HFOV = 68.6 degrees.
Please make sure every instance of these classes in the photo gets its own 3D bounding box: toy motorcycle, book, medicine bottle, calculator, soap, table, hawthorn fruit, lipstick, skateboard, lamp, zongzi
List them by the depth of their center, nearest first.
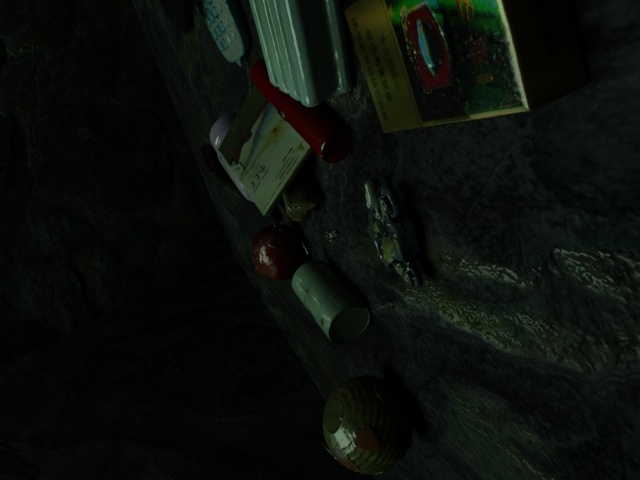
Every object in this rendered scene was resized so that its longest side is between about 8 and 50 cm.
[{"bbox_3d":[-0.041,-0.350,0.685,0.160,0.088,0.265,45,157,48],"label":"soap"},{"bbox_3d":[0.117,-0.014,0.784,0.124,0.061,0.193,38,152,63],"label":"toy motorcycle"},{"bbox_3d":[-0.042,-0.252,0.889,0.279,0.073,0.073,53,162,31],"label":"lipstick"},{"bbox_3d":[-0.265,-0.594,1.086,0.256,0.055,0.385,28,144,64],"label":"calculator"},{"bbox_3d":[-0.139,-0.219,1.109,0.026,0.201,0.289,14,-151,-47],"label":"book"},{"bbox_3d":[0.000,0.000,1.143,0.032,0.083,0.064,64,164,1],"label":"skateboard"},{"bbox_3d":[-0.065,-0.141,1.156,0.160,0.079,0.176,128,124,-74],"label":"zongzi"},{"bbox_3d":[0.024,0.159,1.252,0.220,0.127,0.126,47,158,48],"label":"table"},{"bbox_3d":[0.142,0.496,1.263,0.285,0.250,0.250,25,-174,-30],"label":"lamp"},{"bbox_3d":[-0.196,-0.229,1.279,0.254,0.152,0.151,50,160,35],"label":"medicine bottle"},{"bbox_3d":[-0.139,0.019,1.471,0.181,0.181,0.235,51,160,38],"label":"hawthorn fruit"}]

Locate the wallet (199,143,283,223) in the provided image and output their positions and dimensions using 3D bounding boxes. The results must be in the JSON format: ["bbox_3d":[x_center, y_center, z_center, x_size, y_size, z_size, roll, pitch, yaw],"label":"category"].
[{"bbox_3d":[-0.233,-0.174,1.427,0.310,0.042,0.165,36,-159,-45],"label":"wallet"}]

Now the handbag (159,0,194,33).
[{"bbox_3d":[-0.346,-0.626,1.048,0.191,0.075,0.332,60,164,2],"label":"handbag"}]

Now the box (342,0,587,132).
[{"bbox_3d":[0.118,-0.196,0.454,0.240,0.071,0.159,20,132,68],"label":"box"}]
